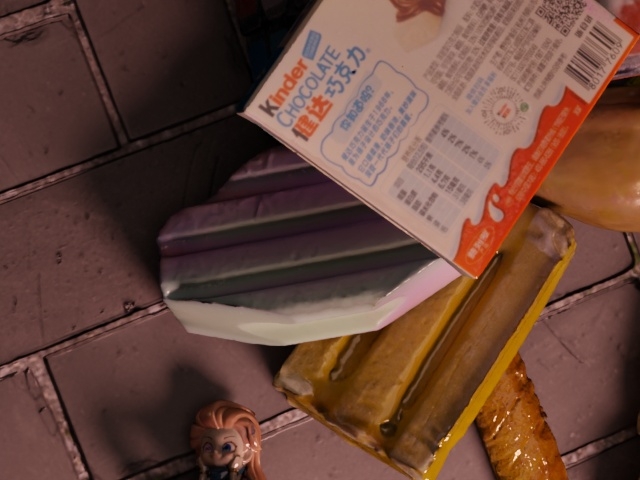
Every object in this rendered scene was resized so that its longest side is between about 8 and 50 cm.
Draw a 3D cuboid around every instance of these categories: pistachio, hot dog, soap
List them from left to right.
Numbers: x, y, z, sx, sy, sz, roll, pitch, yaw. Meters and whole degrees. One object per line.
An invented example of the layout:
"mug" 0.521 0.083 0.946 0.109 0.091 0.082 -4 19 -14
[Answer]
"soap" 0.000 0.000 1.807 0.324 0.109 0.193 -11 67 7
"soap" 0.115 0.080 1.860 0.199 0.091 0.315 29 79 19
"hot dog" 0.201 0.182 1.936 0.088 0.061 0.286 -27 94 -4
"pistachio" 0.294 -0.087 1.876 0.260 0.212 0.163 2 56 21

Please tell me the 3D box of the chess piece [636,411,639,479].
"chess piece" 0.406 0.224 1.958 0.144 0.144 0.251 10 80 -14

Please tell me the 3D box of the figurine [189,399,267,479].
"figurine" -0.102 0.248 1.838 0.114 0.126 0.157 57 33 -39

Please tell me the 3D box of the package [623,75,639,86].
"package" 0.423 -0.116 1.981 0.226 0.090 0.168 43 78 -6

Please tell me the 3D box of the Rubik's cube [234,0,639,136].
"Rubik's cube" 0.104 -0.298 1.767 0.362 0.363 0.358 -13 93 -18

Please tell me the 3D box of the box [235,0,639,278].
"box" 0.106 -0.150 1.570 0.265 0.048 0.273 36 86 -14
